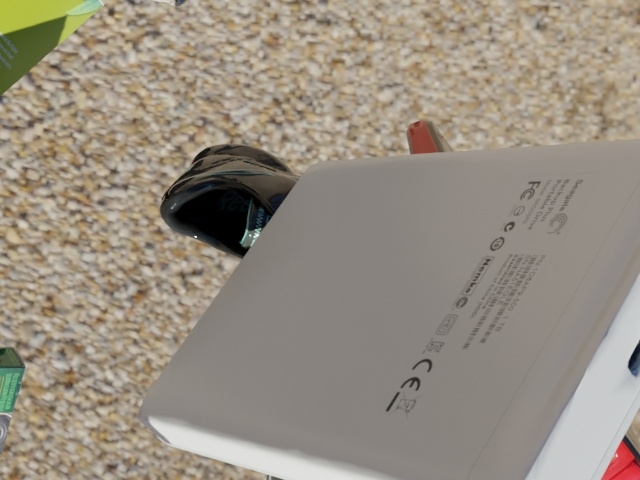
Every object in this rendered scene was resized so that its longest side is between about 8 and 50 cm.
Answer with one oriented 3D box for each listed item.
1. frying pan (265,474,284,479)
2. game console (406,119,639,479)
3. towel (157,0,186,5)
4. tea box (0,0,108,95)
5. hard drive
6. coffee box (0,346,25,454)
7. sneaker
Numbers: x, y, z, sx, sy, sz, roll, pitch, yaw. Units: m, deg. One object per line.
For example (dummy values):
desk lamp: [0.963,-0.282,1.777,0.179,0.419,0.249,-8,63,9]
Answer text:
frying pan: [0.103,0.178,1.089,0.326,0.053,0.197,-30,134,16]
game console: [0.220,0.072,1.355,0.060,0.342,0.387,-33,115,12]
towel: [-0.145,-0.345,1.111,0.187,0.049,0.282,36,50,-12]
tea box: [-0.462,-0.330,1.369,0.323,0.329,0.220,-43,163,-6]
hard drive: [0.051,0.042,0.722,0.047,0.353,0.233,47,65,-27]
coffee box: [-0.381,0.158,1.153,0.184,0.040,0.113,3,119,-36]
sneaker: [0.000,0.000,0.950,0.106,0.267,0.101,-35,137,-65]
